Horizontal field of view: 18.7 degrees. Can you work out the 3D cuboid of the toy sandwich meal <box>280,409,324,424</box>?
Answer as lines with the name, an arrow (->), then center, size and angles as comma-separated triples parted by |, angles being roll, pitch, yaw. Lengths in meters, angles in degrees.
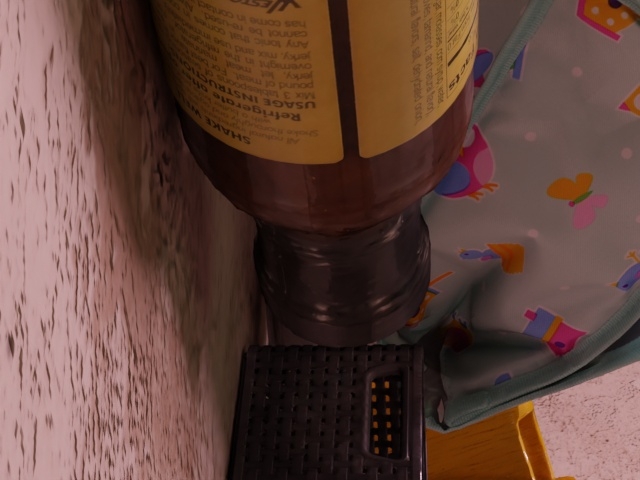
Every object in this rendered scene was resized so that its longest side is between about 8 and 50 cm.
toy sandwich meal -> -0.009, 0.070, 1.047 | 0.085, 0.029, 0.086 | -1, 90, -86

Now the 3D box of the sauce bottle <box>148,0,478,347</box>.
sauce bottle -> -0.003, -0.076, 0.638 | 0.344, 0.111, 0.111 | 86, 5, -57

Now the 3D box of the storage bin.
storage bin -> 0.009, 0.147, 0.904 | 0.122, 0.084, 0.180 | -86, 174, -54

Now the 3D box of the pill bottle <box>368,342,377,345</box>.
pill bottle -> 0.033, 0.141, 1.281 | 0.078, 0.078, 0.137 | -86, 174, -51

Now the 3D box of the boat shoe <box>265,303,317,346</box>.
boat shoe -> 0.000, 0.000, 1.011 | 0.184, 0.066, 0.063 | -96, -158, -51

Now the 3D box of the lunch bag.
lunch bag -> 0.112, -0.055, 0.963 | 0.223, 0.160, 0.262 | -85, -161, -57

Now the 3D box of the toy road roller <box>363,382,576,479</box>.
toy road roller -> 0.086, 0.190, 1.159 | 0.329, 0.202, 0.241 | 23, 50, -85
